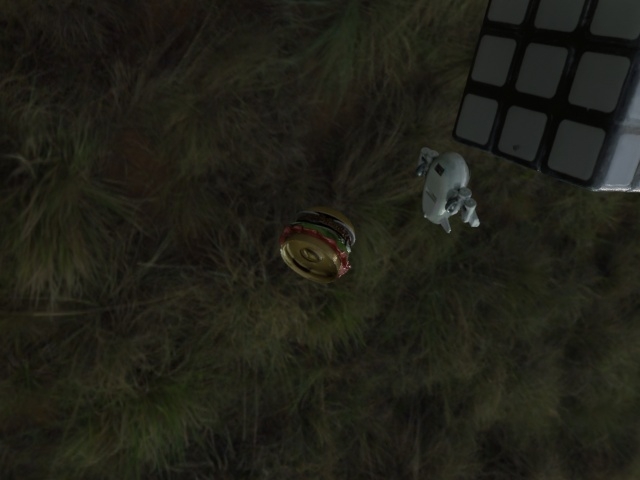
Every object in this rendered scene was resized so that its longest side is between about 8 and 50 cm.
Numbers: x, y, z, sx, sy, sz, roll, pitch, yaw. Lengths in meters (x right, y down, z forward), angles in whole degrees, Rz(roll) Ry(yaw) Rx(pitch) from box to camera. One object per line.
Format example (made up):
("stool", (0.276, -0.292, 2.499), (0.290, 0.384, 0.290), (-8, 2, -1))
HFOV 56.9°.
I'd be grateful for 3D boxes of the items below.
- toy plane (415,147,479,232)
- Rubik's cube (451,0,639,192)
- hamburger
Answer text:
("toy plane", (0.343, -0.137, 1.610), (0.122, 0.267, 0.267), (-23, 125, -15))
("Rubik's cube", (0.452, -0.260, 0.969), (0.304, 0.301, 0.304), (-4, 115, -35))
("hamburger", (-0.001, -0.002, 1.312), (0.175, 0.175, 0.137), (52, 49, -36))
